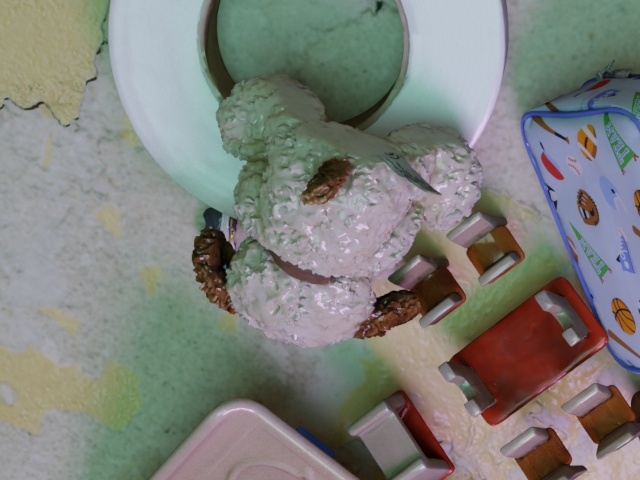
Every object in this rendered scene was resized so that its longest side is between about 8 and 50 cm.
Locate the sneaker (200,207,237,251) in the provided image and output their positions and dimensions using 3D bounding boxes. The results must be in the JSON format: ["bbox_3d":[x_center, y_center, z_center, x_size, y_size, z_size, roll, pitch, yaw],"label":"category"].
[{"bbox_3d":[-0.107,0.003,1.835,0.035,0.031,0.083,13,105,18],"label":"sneaker"}]

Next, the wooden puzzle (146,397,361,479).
[{"bbox_3d":[-0.022,0.318,1.847,0.348,0.080,0.322,34,134,-8],"label":"wooden puzzle"}]

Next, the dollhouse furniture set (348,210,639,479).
[{"bbox_3d":[0.163,0.142,1.774,0.259,0.135,0.262,-38,75,16],"label":"dollhouse furniture set"}]

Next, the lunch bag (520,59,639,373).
[{"bbox_3d":[0.310,-0.019,1.668,0.115,0.243,0.303,-26,102,-20],"label":"lunch bag"}]

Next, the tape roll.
[{"bbox_3d":[-0.011,-0.199,1.733,0.392,0.072,0.392,2,107,8],"label":"tape roll"}]

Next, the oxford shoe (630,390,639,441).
[{"bbox_3d":[0.404,0.203,1.801,0.212,0.076,0.076,29,108,-18],"label":"oxford shoe"}]

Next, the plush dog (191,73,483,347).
[{"bbox_3d":[0.000,0.000,1.656,0.262,0.210,0.225,17,119,2],"label":"plush dog"}]
